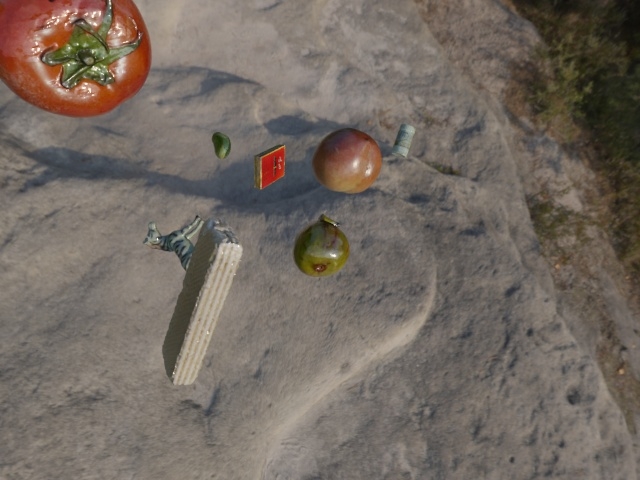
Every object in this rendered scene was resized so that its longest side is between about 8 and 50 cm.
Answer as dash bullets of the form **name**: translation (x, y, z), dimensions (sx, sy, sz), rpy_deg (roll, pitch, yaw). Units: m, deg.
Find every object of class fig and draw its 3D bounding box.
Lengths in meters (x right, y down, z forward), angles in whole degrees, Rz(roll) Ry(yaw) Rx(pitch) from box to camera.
- **fig**: translation (0.006, -0.002, 1.169), dimensions (0.147, 0.142, 0.187), rpy_deg (10, 63, -20)

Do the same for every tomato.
- **tomato**: translation (-0.576, -0.463, 1.057), dimensions (0.341, 0.342, 0.273), rpy_deg (-32, 56, -18)

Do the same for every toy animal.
- **toy animal**: translation (-0.422, -0.003, 1.455), dimensions (0.255, 0.090, 0.170), rpy_deg (30, 86, 22)

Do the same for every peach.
- **peach**: translation (0.099, -0.297, 1.708), dimensions (0.252, 0.252, 0.253), rpy_deg (2, 67, -6)

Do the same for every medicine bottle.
- **medicine bottle**: translation (0.231, -0.277, 1.285), dimensions (0.047, 0.047, 0.083), rpy_deg (20, 91, 1)

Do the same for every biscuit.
- **biscuit**: translation (-0.302, 0.154, 1.150), dimensions (0.078, 0.426, 0.144), rpy_deg (10, 24, -35)

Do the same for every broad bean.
- **broad bean**: translation (-0.272, -0.264, 1.271), dimensions (0.045, 0.063, 0.083), rpy_deg (13, 44, -44)

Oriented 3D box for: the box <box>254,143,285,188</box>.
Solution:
- **box**: translation (-0.135, -0.199, 1.233), dimensions (0.023, 0.090, 0.133), rpy_deg (16, 29, 18)
